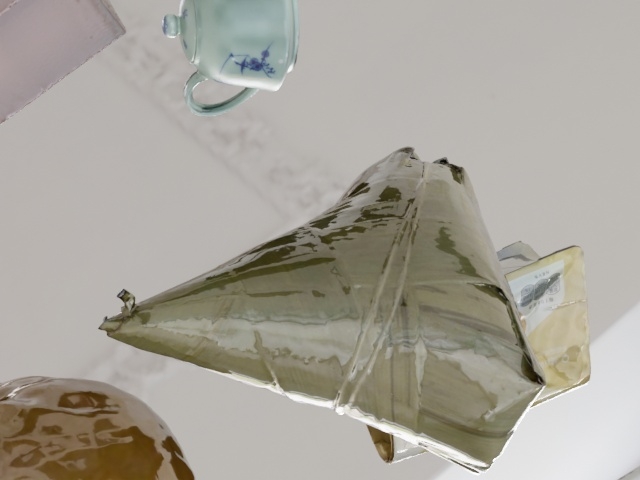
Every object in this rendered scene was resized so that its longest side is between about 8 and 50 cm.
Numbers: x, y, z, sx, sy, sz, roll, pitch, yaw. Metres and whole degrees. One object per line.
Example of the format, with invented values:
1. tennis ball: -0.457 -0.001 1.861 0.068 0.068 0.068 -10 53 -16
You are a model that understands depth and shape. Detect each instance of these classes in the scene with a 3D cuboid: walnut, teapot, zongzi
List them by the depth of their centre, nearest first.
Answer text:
1. walnut: -0.296 0.282 1.399 0.354 0.398 0.308 -24 -98 39
2. zongzi: 0.000 0.000 1.455 0.447 0.418 0.181 -100 -152 -56
3. teapot: -0.108 -0.242 1.728 0.159 0.159 0.232 39 -42 34

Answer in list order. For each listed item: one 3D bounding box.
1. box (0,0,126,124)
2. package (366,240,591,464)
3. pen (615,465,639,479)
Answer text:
1. box: -0.234 -0.123 0.976 0.086 0.215 0.215 53 0 -20
2. package: 0.175 0.120 1.957 0.165 0.311 0.221 35 -41 54
3. pen: 0.368 0.303 1.865 0.026 0.218 0.026 45 -30 36
